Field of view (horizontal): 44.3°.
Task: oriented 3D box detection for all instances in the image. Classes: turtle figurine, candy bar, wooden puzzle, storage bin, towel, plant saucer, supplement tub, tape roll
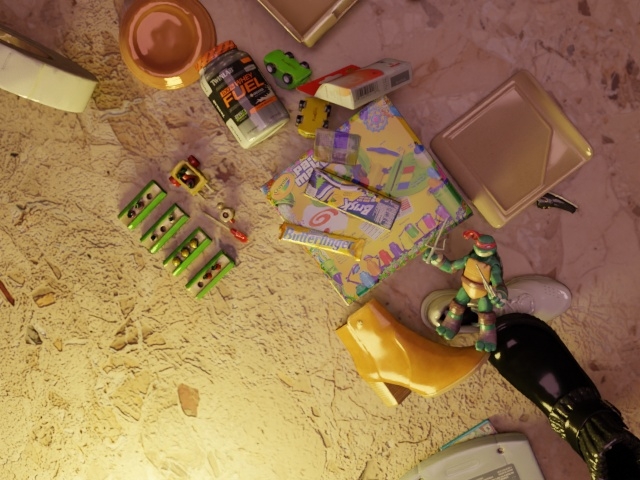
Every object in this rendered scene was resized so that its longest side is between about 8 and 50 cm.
[{"bbox_3d":[0.276,0.075,1.402,0.118,0.175,0.234,-19,122,-34],"label":"turtle figurine"},{"bbox_3d":[0.000,0.000,1.433,0.161,0.018,0.040,14,98,3],"label":"candy bar"},{"bbox_3d":[0.370,-0.177,1.531,0.238,0.044,0.221,-39,78,12],"label":"wooden puzzle"},{"bbox_3d":[-0.031,-0.547,1.472,0.262,0.123,0.260,-44,82,7],"label":"storage bin"},{"bbox_3d":[0.027,-0.168,1.415,0.083,0.009,0.060,10,96,4],"label":"towel"},{"bbox_3d":[-0.309,-0.403,1.573,0.199,0.037,0.200,0,97,4],"label":"plant saucer"},{"bbox_3d":[-0.156,-0.286,1.536,0.117,0.117,0.190,-34,94,7],"label":"supplement tub"},{"bbox_3d":[-0.597,-0.347,1.425,0.391,0.392,0.072,28,98,0],"label":"tape roll"}]

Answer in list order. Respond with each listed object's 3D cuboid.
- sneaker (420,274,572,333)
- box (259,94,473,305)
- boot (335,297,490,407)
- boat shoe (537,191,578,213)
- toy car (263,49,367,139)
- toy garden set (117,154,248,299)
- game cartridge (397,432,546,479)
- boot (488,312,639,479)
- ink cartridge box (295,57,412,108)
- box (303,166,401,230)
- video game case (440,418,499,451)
[{"bbox_3d":[0.349,0.141,1.545,0.296,0.129,0.111,-11,95,4],"label":"sneaker"},{"bbox_3d":[0.089,-0.082,1.512,0.290,0.177,0.279,-36,93,8],"label":"box"},{"bbox_3d":[0.164,0.200,1.527,0.295,0.104,0.211,-32,92,42],"label":"boot"},{"bbox_3d":[0.441,-0.082,1.550,0.133,0.049,0.042,24,94,8],"label":"boat shoe"},{"bbox_3d":[-0.018,-0.296,1.532,0.225,0.053,0.239,37,56,20],"label":"toy car"},{"bbox_3d":[-0.267,-0.032,1.609,0.204,0.049,0.244,-44,92,8],"label":"toy garden set"},{"bbox_3d":[0.313,0.515,1.617,0.294,0.060,0.196,-23,98,7],"label":"game cartridge"},{"bbox_3d":[0.453,0.301,1.443,0.348,0.260,0.131,39,108,-21],"label":"boot"},{"bbox_3d":[0.058,-0.301,1.441,0.145,0.179,0.045,-28,128,-26],"label":"ink cartridge box"},{"bbox_3d":[0.057,-0.074,1.397,0.168,0.059,0.054,24,97,2],"label":"box"},{"bbox_3d":[0.346,0.471,1.642,0.119,0.015,0.166,-34,94,7],"label":"video game case"}]
